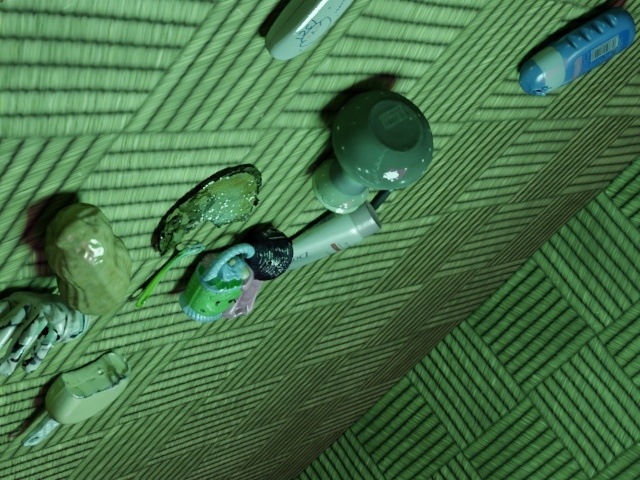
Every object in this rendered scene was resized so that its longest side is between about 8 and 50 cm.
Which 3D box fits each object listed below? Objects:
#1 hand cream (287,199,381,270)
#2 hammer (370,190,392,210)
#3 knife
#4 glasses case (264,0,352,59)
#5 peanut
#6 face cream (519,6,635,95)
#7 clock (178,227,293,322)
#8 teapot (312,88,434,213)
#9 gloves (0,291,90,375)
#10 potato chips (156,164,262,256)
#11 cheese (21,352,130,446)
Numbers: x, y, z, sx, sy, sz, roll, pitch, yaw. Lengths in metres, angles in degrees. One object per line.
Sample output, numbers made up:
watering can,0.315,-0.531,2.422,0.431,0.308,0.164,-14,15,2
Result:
hand cream,0.000,0.000,2.404,0.248,0.083,0.133,-31,161,12
hammer,0.140,-0.099,2.478,0.103,0.029,0.246,-16,154,-45
knife,-0.277,0.060,2.118,0.166,0.022,0.078,-43,163,18
glasses case,-0.002,-0.328,1.633,0.197,0.049,0.076,-45,160,24
peanut,-0.349,0.024,1.773,0.123,0.123,0.257,-30,156,-18
face cream,0.513,-0.375,2.386,0.264,0.083,0.149,-31,160,-16
clock,-0.154,0.062,2.227,0.194,0.100,0.195,-7,144,-53
teapot,0.077,-0.144,2.061,0.183,0.183,0.251,-25,170,-31
gloves,-0.462,0.132,1.828,0.111,0.127,0.212,-54,160,20
potato chips,-0.191,-0.049,2.013,0.220,0.029,0.202,-35,161,-13
cheese,-0.478,0.320,2.308,0.163,0.071,0.249,-13,150,-48
